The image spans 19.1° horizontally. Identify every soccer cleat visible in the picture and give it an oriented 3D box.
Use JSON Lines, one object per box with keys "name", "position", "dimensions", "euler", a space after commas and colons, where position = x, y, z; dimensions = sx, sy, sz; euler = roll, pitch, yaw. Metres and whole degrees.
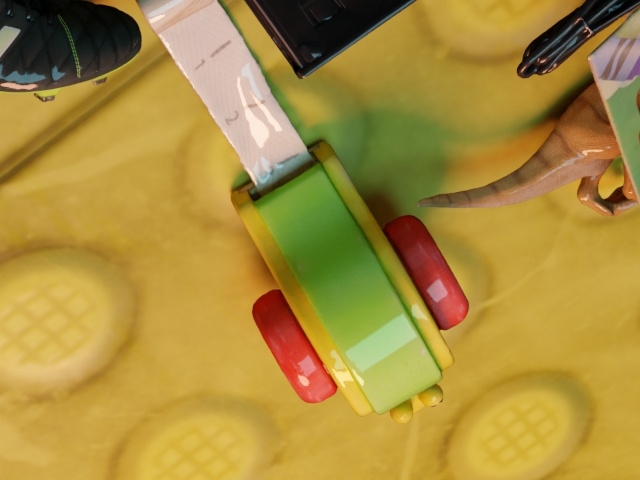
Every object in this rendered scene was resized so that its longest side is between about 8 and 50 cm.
{"name": "soccer cleat", "position": [-0.168, -0.106, 0.892], "dimensions": [0.179, 0.060, 0.072], "euler": [-2, 125, -21]}

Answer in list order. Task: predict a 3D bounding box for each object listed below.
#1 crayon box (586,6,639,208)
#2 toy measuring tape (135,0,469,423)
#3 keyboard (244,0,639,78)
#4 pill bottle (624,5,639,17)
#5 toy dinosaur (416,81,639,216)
{"name": "crayon box", "position": [0.298, -0.133, 1.002], "dimensions": [0.323, 0.083, 0.203], "euler": [-43, 148, -6]}
{"name": "toy measuring tape", "position": [0.000, 0.000, 1.020], "dimensions": [0.121, 0.121, 0.330], "euler": [-31, 133, -1]}
{"name": "keyboard", "position": [0.108, -0.184, 0.913], "dimensions": [0.317, 0.033, 0.201], "euler": [-35, 90, 5]}
{"name": "pill bottle", "position": [0.198, -0.189, 0.982], "dimensions": [0.086, 0.086, 0.152], "euler": [5, 124, -29]}
{"name": "toy dinosaur", "position": [0.155, -0.055, 1.098], "dimensions": [0.211, 0.064, 0.112], "euler": [-40, 116, -4]}
